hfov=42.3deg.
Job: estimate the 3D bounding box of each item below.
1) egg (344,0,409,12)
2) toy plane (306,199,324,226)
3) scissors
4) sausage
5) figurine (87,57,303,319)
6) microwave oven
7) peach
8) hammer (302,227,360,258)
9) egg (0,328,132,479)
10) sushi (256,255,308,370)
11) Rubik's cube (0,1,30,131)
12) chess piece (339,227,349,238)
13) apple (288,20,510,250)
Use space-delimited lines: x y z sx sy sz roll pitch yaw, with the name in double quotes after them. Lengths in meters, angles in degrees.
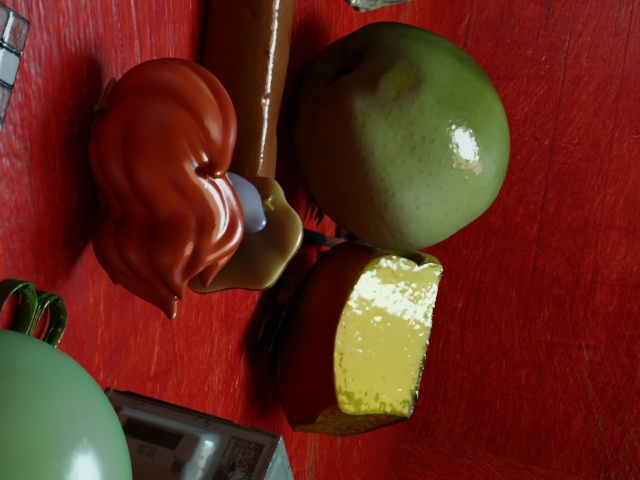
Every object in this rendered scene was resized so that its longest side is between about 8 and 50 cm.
0.080 -0.445 1.100 0.310 0.279 0.279 14 88 -63 "egg"
0.028 -0.107 1.540 0.130 0.061 0.189 -60 -179 38 "toy plane"
-0.271 0.137 0.703 0.101 0.027 0.204 49 52 -68 "scissors"
-0.091 -0.194 0.978 0.094 0.097 0.348 -17 119 -62 "sausage"
-0.132 -0.037 0.817 0.208 0.181 0.257 -47 153 -3 "figurine"
-0.147 0.260 0.903 0.162 0.208 0.122 83 24 -51 "microwave oven"
0.041 0.183 1.464 0.306 0.243 0.380 -162 -99 -67 "peach"
0.000 -0.001 1.509 0.111 0.033 0.288 -36 164 16 "hammer"
-0.234 0.184 0.502 0.220 0.221 0.269 72 34 -62 "egg"
-0.075 0.120 1.381 0.139 0.031 0.201 113 -1 -57 "sushi"
-0.245 -0.109 0.486 0.092 0.092 0.092 30 73 -74 "Rubik's cube"
0.144 -0.088 1.819 0.182 0.182 0.330 83 30 -50 "chess piece"
0.121 -0.171 1.307 0.357 0.357 0.357 12 90 -75 "apple"
